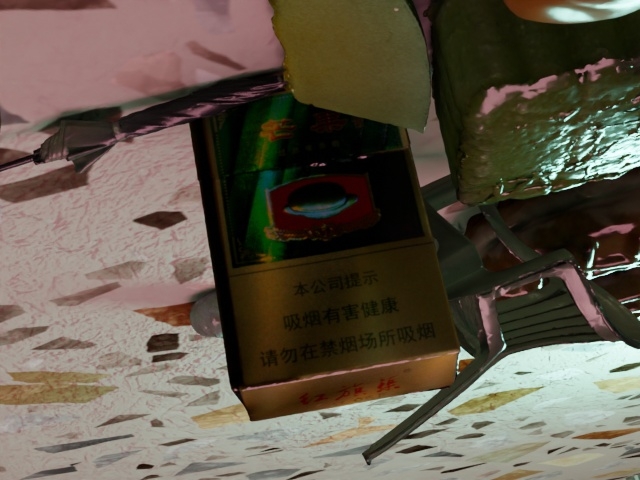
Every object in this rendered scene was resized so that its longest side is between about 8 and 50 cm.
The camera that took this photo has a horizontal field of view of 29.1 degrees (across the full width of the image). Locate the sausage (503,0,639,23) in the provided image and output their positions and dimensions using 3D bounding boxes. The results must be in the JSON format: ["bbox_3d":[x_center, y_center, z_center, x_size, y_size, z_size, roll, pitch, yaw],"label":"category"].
[{"bbox_3d":[0.183,-0.200,0.639,0.136,0.120,0.241,-13,165,-40],"label":"sausage"}]

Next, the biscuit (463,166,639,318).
[{"bbox_3d":[0.298,0.007,1.274,0.332,0.103,0.332,-8,159,-3],"label":"biscuit"}]

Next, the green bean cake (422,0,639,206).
[{"bbox_3d":[0.181,-0.116,0.871,0.200,0.113,0.214,-14,160,0],"label":"green bean cake"}]

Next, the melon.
[{"bbox_3d":[0.009,-0.149,0.808,0.114,0.053,0.262,-5,157,14],"label":"melon"}]

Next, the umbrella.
[{"bbox_3d":[-0.131,-0.082,0.912,0.269,0.044,0.044,-13,-156,3],"label":"umbrella"}]

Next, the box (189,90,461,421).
[{"bbox_3d":[0.000,0.000,0.901,0.159,0.240,0.071,-12,152,-1],"label":"box"}]

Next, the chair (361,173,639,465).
[{"bbox_3d":[0.117,0.051,1.033,0.275,0.203,0.190,-26,119,-4],"label":"chair"}]

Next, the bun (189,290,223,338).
[{"bbox_3d":[-0.101,0.081,1.349,0.083,0.045,0.083,-11,165,-3],"label":"bun"}]
